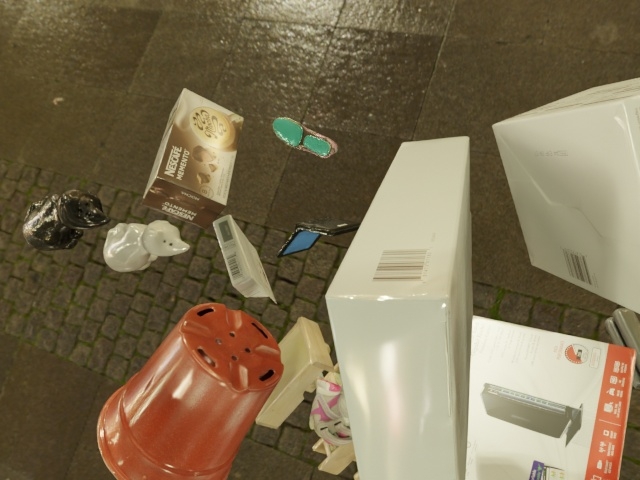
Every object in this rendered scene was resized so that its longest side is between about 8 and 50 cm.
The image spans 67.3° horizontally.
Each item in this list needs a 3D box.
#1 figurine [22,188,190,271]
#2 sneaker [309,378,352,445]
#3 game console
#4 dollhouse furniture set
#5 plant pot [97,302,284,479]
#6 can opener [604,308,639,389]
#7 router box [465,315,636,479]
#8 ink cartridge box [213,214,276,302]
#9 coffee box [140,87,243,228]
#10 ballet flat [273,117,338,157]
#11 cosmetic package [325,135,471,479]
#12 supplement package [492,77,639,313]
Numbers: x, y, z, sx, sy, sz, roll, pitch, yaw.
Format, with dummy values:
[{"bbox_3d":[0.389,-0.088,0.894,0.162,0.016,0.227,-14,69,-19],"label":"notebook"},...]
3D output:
[{"bbox_3d":[-0.341,-0.014,0.779,0.209,0.214,0.092,-9,65,48],"label":"figurine"},{"bbox_3d":[0.052,0.342,0.923,0.103,0.252,0.111,24,72,-13],"label":"sneaker"},{"bbox_3d":[0.000,0.000,0.846,0.107,0.122,0.071,13,104,27],"label":"game console"},{"bbox_3d":[0.036,0.424,1.378,0.256,0.394,0.362,-51,32,17],"label":"dollhouse furniture set"},{"bbox_3d":[-0.216,0.276,0.877,0.272,0.272,0.265,45,112,22],"label":"plant pot"},{"bbox_3d":[0.675,0.270,0.977,0.093,0.074,0.280,-2,49,-7],"label":"can opener"},{"bbox_3d":[0.374,0.322,0.872,0.301,0.082,0.335,8,53,34],"label":"router box"},{"bbox_3d":[-0.195,0.066,1.258,0.066,0.232,0.189,-22,64,-4],"label":"ink cartridge box"},{"bbox_3d":[-0.303,-0.199,1.166,0.119,0.168,0.297,-39,37,45],"label":"coffee box"},{"bbox_3d":[-0.043,-0.314,1.484,0.221,0.079,0.077,27,108,18],"label":"ballet flat"},{"bbox_3d":[0.119,0.076,0.540,0.097,0.377,0.285,-2,116,20],"label":"cosmetic package"},{"bbox_3d":[0.327,-0.060,0.513,0.145,0.262,0.204,-20,100,2],"label":"supplement package"}]
